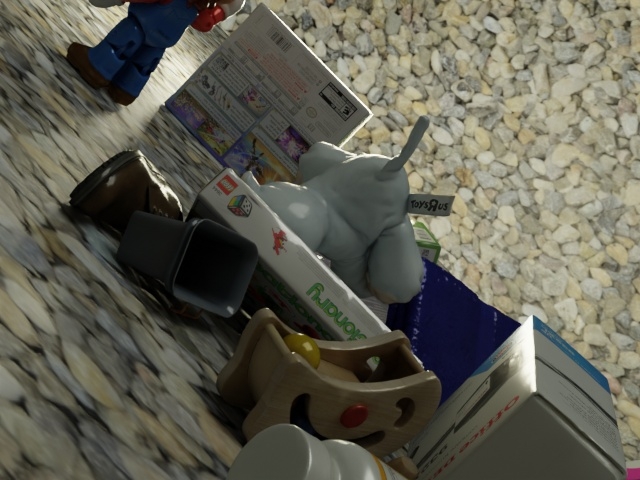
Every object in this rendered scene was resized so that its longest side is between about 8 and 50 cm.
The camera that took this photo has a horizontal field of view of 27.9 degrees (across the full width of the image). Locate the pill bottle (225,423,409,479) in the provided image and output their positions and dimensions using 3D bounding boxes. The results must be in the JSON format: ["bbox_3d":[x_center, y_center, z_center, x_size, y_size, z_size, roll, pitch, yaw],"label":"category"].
[{"bbox_3d":[0.025,0.228,1.011,0.208,0.117,0.117,40,10,-35],"label":"pill bottle"}]

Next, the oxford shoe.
[{"bbox_3d":[-0.194,-0.039,1.373,0.096,0.083,0.227,51,10,9],"label":"oxford shoe"}]

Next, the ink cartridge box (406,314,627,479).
[{"bbox_3d":[0.200,0.231,1.392,0.129,0.223,0.307,43,14,-1],"label":"ink cartridge box"}]

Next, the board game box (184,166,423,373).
[{"bbox_3d":[-0.031,0.067,1.461,0.305,0.053,0.193,45,-21,2],"label":"board game box"}]

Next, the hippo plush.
[{"bbox_3d":[0.000,0.000,1.644,0.294,0.237,0.234,-6,-76,60],"label":"hippo plush"}]

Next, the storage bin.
[{"bbox_3d":[-0.143,0.024,1.325,0.091,0.098,0.135,18,-6,29],"label":"storage bin"}]

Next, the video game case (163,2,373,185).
[{"bbox_3d":[-0.089,-0.226,2.211,0.269,0.244,0.061,46,7,7],"label":"video game case"}]

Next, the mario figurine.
[{"bbox_3d":[-0.232,-0.362,1.911,0.170,0.320,0.198,46,8,1],"label":"mario figurine"}]

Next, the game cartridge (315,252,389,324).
[{"bbox_3d":[0.040,0.099,1.920,0.230,0.068,0.355,52,10,17],"label":"game cartridge"}]

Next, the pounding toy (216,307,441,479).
[{"bbox_3d":[0.040,0.172,1.227,0.269,0.154,0.155,36,12,-45],"label":"pounding toy"}]

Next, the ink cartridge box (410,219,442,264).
[{"bbox_3d":[0.132,0.079,2.135,0.062,0.209,0.109,9,20,-17],"label":"ink cartridge box"}]

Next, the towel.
[{"bbox_3d":[0.188,0.177,1.830,0.308,0.076,0.227,35,55,-43],"label":"towel"}]

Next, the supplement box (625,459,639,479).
[{"bbox_3d":[0.374,0.390,1.582,0.111,0.114,0.220,-8,92,-80],"label":"supplement box"}]
